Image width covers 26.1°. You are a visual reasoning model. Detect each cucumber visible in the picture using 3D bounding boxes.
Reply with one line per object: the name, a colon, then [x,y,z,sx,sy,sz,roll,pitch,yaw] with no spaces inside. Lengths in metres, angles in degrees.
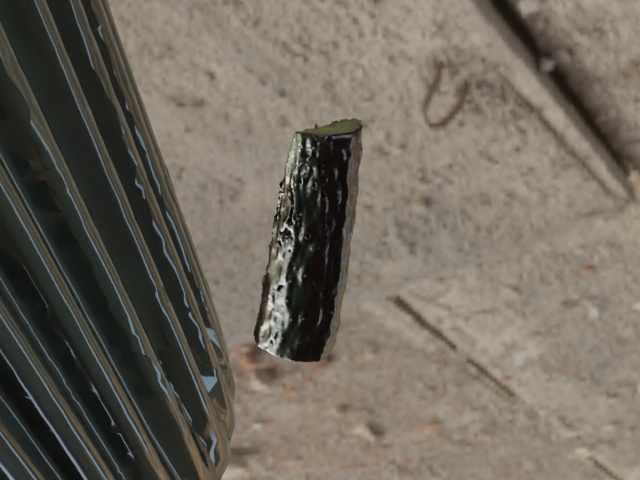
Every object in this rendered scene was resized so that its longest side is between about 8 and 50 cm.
cucumber: [0.001,0.001,1.203,0.078,0.062,0.211,-11,124,-43]

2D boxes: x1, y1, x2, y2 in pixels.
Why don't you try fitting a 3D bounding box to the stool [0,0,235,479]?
stool: [-0.196,-0.004,0.517,0.297,0.297,0.330,-10,139,8]
